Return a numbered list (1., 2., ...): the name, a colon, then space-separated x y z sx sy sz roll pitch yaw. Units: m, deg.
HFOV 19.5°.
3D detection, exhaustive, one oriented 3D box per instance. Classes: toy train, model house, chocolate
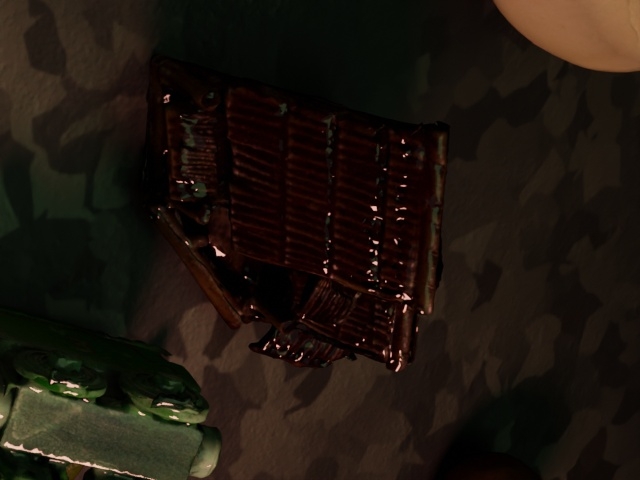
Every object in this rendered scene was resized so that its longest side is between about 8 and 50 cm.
1. toy train: -0.214 0.152 1.662 0.243 0.188 0.132 17 101 -23
2. model house: 0.000 0.000 1.737 0.297 0.282 0.317 -7 112 -39
3. chocolate: 0.194 0.326 2.145 0.177 0.177 0.176 -17 118 -35

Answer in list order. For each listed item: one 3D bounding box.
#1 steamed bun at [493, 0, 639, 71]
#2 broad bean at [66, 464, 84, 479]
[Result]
1. steamed bun: 0.279 -0.353 1.865 0.333 0.233 0.312 -57 132 -19
2. broad bean: -0.235 0.203 1.784 0.256 0.053 0.052 -39 103 -22
